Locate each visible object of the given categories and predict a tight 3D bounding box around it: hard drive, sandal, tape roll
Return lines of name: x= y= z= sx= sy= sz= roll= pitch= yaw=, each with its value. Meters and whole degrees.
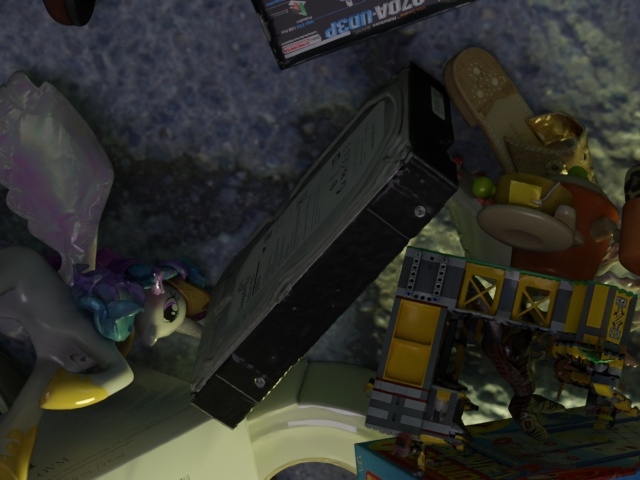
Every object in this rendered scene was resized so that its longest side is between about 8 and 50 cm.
hard drive: x=0.000 y=0.000 z=1.299 sx=0.064 sy=0.237 sz=0.339 roll=35 pitch=115 yaw=-14
sandal: x=0.220 y=-0.095 z=1.295 sx=0.240 sy=0.088 sz=0.079 roll=48 pitch=153 yaw=-10
tape roll: x=0.006 y=0.280 z=1.505 sx=0.286 sy=0.100 sz=0.286 roll=4 pitch=115 yaw=7

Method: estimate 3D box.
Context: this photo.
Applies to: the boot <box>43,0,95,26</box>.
boot: x=-0.376 y=-0.305 z=1.295 sx=0.280 sy=0.096 sz=0.264 roll=-14 pitch=112 yaw=15

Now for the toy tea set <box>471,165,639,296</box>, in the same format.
toy tea set: x=0.307 y=-0.013 z=1.180 sx=0.336 sy=0.200 sz=0.124 roll=13 pitch=71 yaw=15

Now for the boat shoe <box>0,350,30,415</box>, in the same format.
boat shoe: x=-0.332 y=0.276 z=1.538 sx=0.113 sy=0.127 sz=0.340 roll=-28 pitch=117 yaw=7

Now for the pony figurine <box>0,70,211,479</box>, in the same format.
pony figurine: x=-0.297 y=0.050 z=1.345 sx=0.351 sy=0.363 sz=0.303 roll=39 pitch=122 yaw=7

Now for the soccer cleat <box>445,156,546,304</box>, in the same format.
soccer cleat: x=0.166 y=-0.005 z=1.371 sx=0.076 sy=0.068 sz=0.196 roll=-37 pitch=107 yaw=25

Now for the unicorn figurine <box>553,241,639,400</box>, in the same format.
unicorn figurine: x=0.291 y=0.077 z=1.398 sx=0.111 sy=0.060 sz=0.161 roll=-10 pitch=97 yaw=18

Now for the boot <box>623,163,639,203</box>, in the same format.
boot: x=0.488 y=0.023 z=1.252 sx=0.284 sy=0.138 sz=0.377 roll=-17 pitch=125 yaw=45

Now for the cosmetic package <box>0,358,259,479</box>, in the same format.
cosmetic package: x=-0.220 y=0.241 z=1.371 sx=0.225 sy=0.224 sz=0.138 roll=10 pitch=117 yaw=49

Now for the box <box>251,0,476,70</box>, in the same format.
box: x=0.030 y=-0.281 z=1.270 sx=0.220 sy=0.051 sz=0.175 roll=-18 pitch=111 yaw=16

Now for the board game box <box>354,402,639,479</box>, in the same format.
board game box: x=0.221 y=0.239 z=1.285 sx=0.302 sy=0.308 sz=0.086 roll=-7 pitch=93 yaw=-16

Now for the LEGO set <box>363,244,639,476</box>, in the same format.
LEGO set: x=0.167 y=0.138 z=1.232 sx=0.255 sy=0.331 sz=0.192 roll=13 pitch=82 yaw=5
